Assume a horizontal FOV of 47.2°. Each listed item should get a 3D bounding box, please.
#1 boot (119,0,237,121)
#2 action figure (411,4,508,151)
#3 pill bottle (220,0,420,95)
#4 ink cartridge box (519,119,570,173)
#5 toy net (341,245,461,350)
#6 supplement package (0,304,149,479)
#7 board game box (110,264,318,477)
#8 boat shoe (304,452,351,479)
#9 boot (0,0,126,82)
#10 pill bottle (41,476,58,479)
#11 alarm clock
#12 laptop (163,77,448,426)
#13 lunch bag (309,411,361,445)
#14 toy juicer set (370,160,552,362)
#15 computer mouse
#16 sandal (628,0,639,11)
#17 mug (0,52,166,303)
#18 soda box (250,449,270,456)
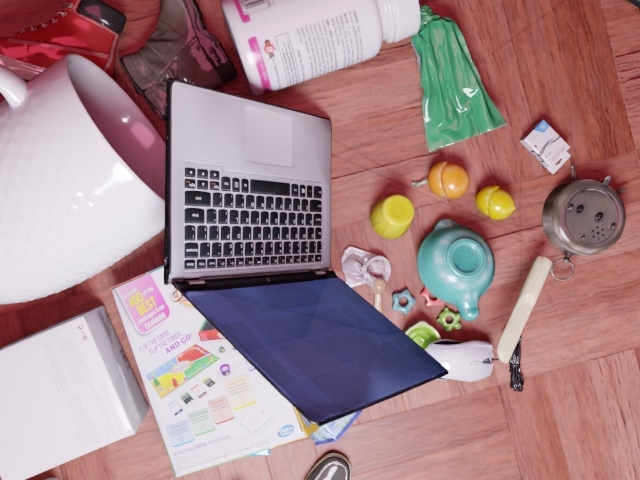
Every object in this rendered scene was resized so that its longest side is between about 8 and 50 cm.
[{"bbox_3d":[-0.258,-0.324,1.174,0.161,0.083,0.246,-30,92,3],"label":"boot"},{"bbox_3d":[0.207,-0.279,1.214,0.137,0.063,0.232,-19,96,-2],"label":"action figure"},{"bbox_3d":[0.001,-0.344,1.149,0.283,0.160,0.160,-19,93,-3],"label":"pill bottle"},{"bbox_3d":[0.388,-0.158,1.246,0.083,0.028,0.048,44,88,-4],"label":"ink cartridge box"},{"bbox_3d":[0.132,0.091,1.225,0.122,0.045,0.232,-41,94,-2],"label":"toy net"},{"bbox_3d":[-0.407,0.233,1.137,0.203,0.149,0.194,-22,93,-3],"label":"supplement package"},{"bbox_3d":[-0.165,0.177,1.130,0.242,0.064,0.316,-22,84,21],"label":"board game box"},{"bbox_3d":[-0.012,0.462,1.209,0.080,0.073,0.223,29,89,-4],"label":"boat shoe"},{"bbox_3d":[-0.440,-0.332,1.158,0.244,0.088,0.176,12,90,-12],"label":"boot"},{"bbox_3d":[-0.428,0.464,1.173,0.086,0.086,0.152,-19,92,-3],"label":"pill bottle"},{"bbox_3d":[0.440,-0.021,1.240,0.129,0.064,0.192,21,93,-4],"label":"alarm clock"},{"bbox_3d":[0.000,0.000,1.017,0.236,0.382,0.407,1,91,32],"label":"laptop"},{"bbox_3d":[0.012,0.235,1.198,0.129,0.096,0.151,49,59,-4],"label":"lunch bag"},{"bbox_3d":[0.255,0.016,1.219,0.209,0.089,0.329,-40,85,-15],"label":"toy juicer set"},{"bbox_3d":[0.260,0.202,1.213,0.193,0.042,0.106,1,92,-23],"label":"computer mouse"},{"bbox_3d":[0.578,-0.399,1.255,0.067,0.040,0.179,-45,79,-7],"label":"sandal"},{"bbox_3d":[-0.427,-0.093,1.040,0.328,0.276,0.374,-34,131,7],"label":"mug"},{"bbox_3d":[-0.123,0.242,1.200,0.071,0.067,0.210,-4,91,-4],"label":"soda box"}]
